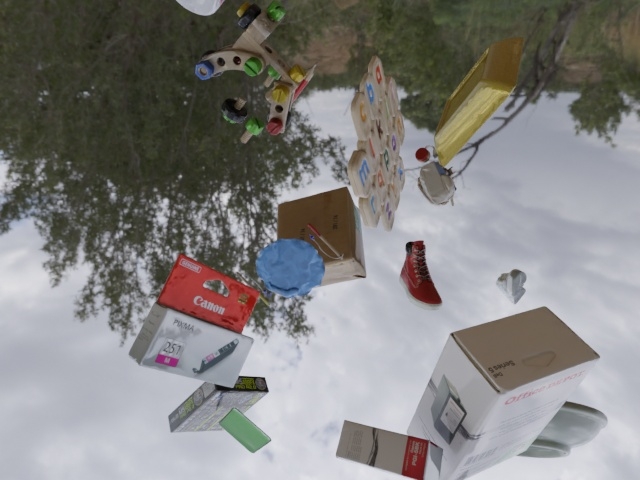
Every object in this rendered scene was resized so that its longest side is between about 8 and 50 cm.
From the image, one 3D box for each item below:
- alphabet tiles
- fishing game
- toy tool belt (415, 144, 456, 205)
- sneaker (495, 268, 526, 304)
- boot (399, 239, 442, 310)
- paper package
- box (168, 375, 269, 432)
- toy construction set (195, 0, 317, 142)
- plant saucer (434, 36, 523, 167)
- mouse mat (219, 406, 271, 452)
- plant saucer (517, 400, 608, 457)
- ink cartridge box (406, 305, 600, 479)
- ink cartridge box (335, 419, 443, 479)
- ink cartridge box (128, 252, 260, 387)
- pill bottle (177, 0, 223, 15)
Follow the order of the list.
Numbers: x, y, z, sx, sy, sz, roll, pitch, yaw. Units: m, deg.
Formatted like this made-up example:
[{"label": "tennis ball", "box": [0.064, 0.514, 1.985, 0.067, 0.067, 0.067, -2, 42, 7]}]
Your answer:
[{"label": "alphabet tiles", "box": [0.107, -0.165, 0.817, 0.021, 0.278, 0.284, 2, -132, 25]}, {"label": "fishing game", "box": [-0.077, 0.070, 1.200, 0.264, 0.189, 0.041, -37, -157, 20]}, {"label": "toy tool belt", "box": [0.162, -0.088, 0.635, 0.052, 0.083, 0.051, -30, 158, 28]}, {"label": "sneaker", "box": [0.421, 0.098, 1.016, 0.054, 0.152, 0.061, -47, -121, -5]}, {"label": "boot", "box": [0.325, 0.101, 1.457, 0.088, 0.176, 0.244, -1, -156, -14]}, {"label": "paper package", "box": [0.000, 0.000, 1.701, 0.309, 0.168, 0.325, -13, -125, 15]}, {"label": "box", "box": [-0.336, 0.539, 1.494, 0.216, 0.270, 0.060, 20, -146, -45]}, {"label": "toy construction set", "box": [-0.102, -0.412, 1.057, 0.257, 0.237, 0.308, 51, -146, 6]}, {"label": "plant saucer", "box": [0.466, -0.437, 1.392, 0.080, 0.333, 0.333, 30, -129, -4]}, {"label": "mouse mat", "box": [-0.238, 0.593, 1.411, 0.152, 0.190, 0.007, 40, -135, 3]}, {"label": "plant saucer", "box": [0.546, 0.513, 1.217, 0.399, 0.401, 0.101, 3, -121, 9]}, {"label": "ink cartridge box", "box": [0.278, 0.252, 0.729, 0.198, 0.273, 0.115, -10, -139, -23]}, {"label": "ink cartridge box", "box": [0.105, 0.319, 0.681, 0.135, 0.099, 0.056, 2, -118, 29]}, {"label": "ink cartridge box", "box": [-0.258, 0.192, 1.039, 0.060, 0.239, 0.275, 15, 166, 42]}, {"label": "pill bottle", "box": [-0.247, -0.703, 1.098, 0.160, 0.160, 0.283, 14, -115, 35]}]
